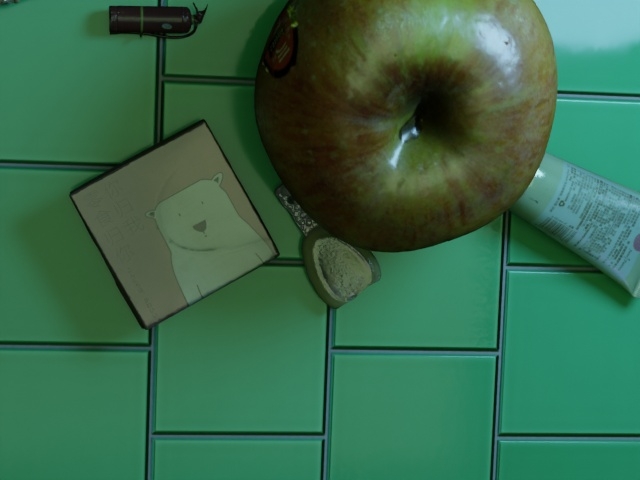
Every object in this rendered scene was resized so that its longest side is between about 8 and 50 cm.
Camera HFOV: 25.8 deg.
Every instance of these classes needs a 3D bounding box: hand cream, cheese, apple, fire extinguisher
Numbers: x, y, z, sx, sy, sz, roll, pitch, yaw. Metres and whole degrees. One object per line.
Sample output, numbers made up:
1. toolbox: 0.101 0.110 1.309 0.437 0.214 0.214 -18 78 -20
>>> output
1. hand cream: 0.365 -0.045 1.972 0.306 0.093 0.147 27 93 -12
2. cheese: 0.000 0.000 1.951 0.097 0.037 0.192 -37 99 -5
3. apple: 0.107 -0.193 1.802 0.400 0.333 0.400 -2 112 -4
4. fire extinguisher: -0.220 -0.298 1.890 0.132 0.039 0.056 0 128 -9

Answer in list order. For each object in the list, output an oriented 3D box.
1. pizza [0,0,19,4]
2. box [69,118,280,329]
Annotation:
1. pizza: -0.370 -0.424 1.840 0.297 0.071 0.189 -25 98 -6
2. box: -0.199 -0.022 1.895 0.215 0.086 0.215 -30 98 -4
